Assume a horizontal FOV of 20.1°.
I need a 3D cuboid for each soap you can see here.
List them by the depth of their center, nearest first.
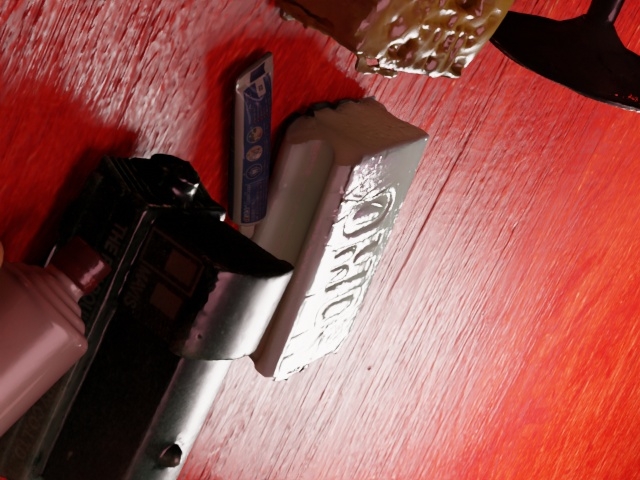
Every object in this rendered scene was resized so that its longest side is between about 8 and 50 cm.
[{"bbox_3d":[0.000,0.000,1.735,0.150,0.094,0.261,-15,132,-51],"label":"soap"}]

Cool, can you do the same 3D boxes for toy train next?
[{"bbox_3d":[-0.160,0.093,1.496,0.138,0.178,0.330,-1,120,-58],"label":"toy train"}]

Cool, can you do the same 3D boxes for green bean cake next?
[{"bbox_3d":[0.089,-0.256,1.553,0.230,0.131,0.224,2,120,-57],"label":"green bean cake"}]

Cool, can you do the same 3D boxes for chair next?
[{"bbox_3d":[0.329,-0.346,1.737,0.226,0.226,0.401,-14,131,-52],"label":"chair"}]

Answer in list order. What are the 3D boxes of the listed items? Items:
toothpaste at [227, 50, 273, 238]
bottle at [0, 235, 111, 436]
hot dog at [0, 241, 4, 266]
[{"bbox_3d":[-0.064,-0.078,1.613,0.057,0.035,0.197,-43,149,-41],"label":"toothpaste"},{"bbox_3d":[-0.260,0.094,1.394,0.245,0.104,0.104,-46,152,-7],"label":"bottle"},{"bbox_3d":[-0.331,0.079,1.311,0.076,0.102,0.249,44,76,-21],"label":"hot dog"}]
